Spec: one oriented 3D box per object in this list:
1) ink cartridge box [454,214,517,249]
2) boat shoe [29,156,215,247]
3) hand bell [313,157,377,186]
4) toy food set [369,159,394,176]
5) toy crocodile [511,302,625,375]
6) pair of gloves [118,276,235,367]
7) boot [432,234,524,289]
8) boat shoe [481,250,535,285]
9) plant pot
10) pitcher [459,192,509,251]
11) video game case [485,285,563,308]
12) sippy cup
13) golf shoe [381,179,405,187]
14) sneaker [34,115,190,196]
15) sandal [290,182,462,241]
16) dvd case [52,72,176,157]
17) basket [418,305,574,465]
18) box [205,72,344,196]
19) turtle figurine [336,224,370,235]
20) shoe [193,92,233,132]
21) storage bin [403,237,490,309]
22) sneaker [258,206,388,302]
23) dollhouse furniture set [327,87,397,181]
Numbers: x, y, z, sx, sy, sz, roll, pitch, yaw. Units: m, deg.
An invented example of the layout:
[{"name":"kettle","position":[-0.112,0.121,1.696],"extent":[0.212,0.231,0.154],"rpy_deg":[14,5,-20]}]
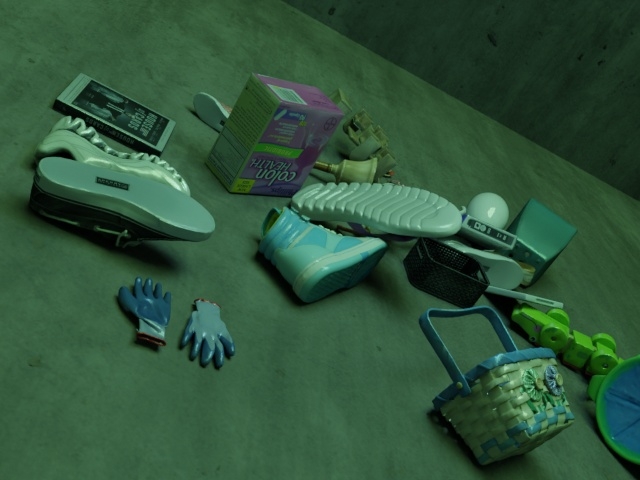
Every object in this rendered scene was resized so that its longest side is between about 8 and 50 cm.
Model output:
[{"name":"ink cartridge box","position":[0.377,-0.029,2.091],"extent":[0.208,0.045,0.206],"rpy_deg":[21,-7,-15]},{"name":"boat shoe","position":[-0.337,-0.043,1.350],"extent":[0.306,0.105,0.113],"rpy_deg":[14,34,-21]},{"name":"hand bell","position":[0.014,-0.191,2.053],"extent":[0.241,0.126,0.126],"rpy_deg":[18,27,-5]},{"name":"toy food set","position":[0.181,-0.218,2.361],"extent":[0.082,0.020,0.083],"rpy_deg":[44,27,23]},{"name":"toy crocodile","position":[0.613,0.260,1.927],"extent":[0.340,0.105,0.115],"rpy_deg":[29,25,3]},{"name":"pair of gloves","position":[-0.229,0.128,1.264],"extent":[0.198,0.023,0.159],"rpy_deg":[22,25,-23]},{"name":"boot","position":[0.410,0.046,2.069],"extent":[0.258,0.095,0.123],"rpy_deg":[20,22,-31]},{"name":"boat shoe","position":[0.495,0.076,2.152],"extent":[0.170,0.059,0.063],"rpy_deg":[24,24,34]},{"name":"plant pot","position":[0.596,0.019,2.260],"extent":[0.165,0.165,0.234],"rpy_deg":[38,33,10]},{"name":"pitcher","position":[0.451,-0.065,2.304],"extent":[0.177,0.126,0.207],"rpy_deg":[21,35,10]},{"name":"video game case","position":[0.506,0.141,2.003],"extent":[0.143,0.019,0.157],"rpy_deg":[14,-1,-34]},{"name":"sippy cup","position":[0.756,0.384,1.732],"extent":[0.224,0.240,0.306],"rpy_deg":[23,34,-44]},{"name":"golf shoe","position":[0.239,-0.103,2.158],"extent":[0.186,0.068,0.086],"rpy_deg":[23,31,24]},{"name":"sneaker","position":[-0.381,-0.116,1.446],"extent":[0.292,0.110,0.118],"rpy_deg":[24,33,2]},{"name":"sandal","position":[0.127,-0.052,1.767],"extent":[0.416,0.102,0.169],"rpy_deg":[13,37,33]},{"name":"dvd case","position":[-0.441,-0.272,1.729],"extent":[0.238,0.030,0.179],"rpy_deg":[26,26,-13]},{"name":"basket","position":[0.321,0.249,1.469],"extent":[0.254,0.201,0.289],"rpy_deg":[0,50,-48]},{"name":"box","position":[-0.103,-0.231,1.793],"extent":[0.213,0.243,0.117],"rpy_deg":[1,40,-49]},{"name":"turtle figurine","position":[0.185,-0.053,1.911],"extent":[0.217,0.269,0.087],"rpy_deg":[24,57,-71]},{"name":"shoe","position":[-0.237,-0.308,1.997],"extent":[0.178,0.063,0.081],"rpy_deg":[40,24,4]},{"name":"storage bin","position":[0.300,0.076,1.898],"extent":[0.180,0.084,0.122],"rpy_deg":[23,27,-18]},{"name":"sneaker","position":[0.000,0.000,1.639],"extent":[0.208,0.127,0.319],"rpy_deg":[43,26,19]},{"name":"dollhouse furniture set","position":[0.076,-0.285,2.266],"extent":[0.242,0.161,0.212],"rpy_deg":[43,19,-26]}]
